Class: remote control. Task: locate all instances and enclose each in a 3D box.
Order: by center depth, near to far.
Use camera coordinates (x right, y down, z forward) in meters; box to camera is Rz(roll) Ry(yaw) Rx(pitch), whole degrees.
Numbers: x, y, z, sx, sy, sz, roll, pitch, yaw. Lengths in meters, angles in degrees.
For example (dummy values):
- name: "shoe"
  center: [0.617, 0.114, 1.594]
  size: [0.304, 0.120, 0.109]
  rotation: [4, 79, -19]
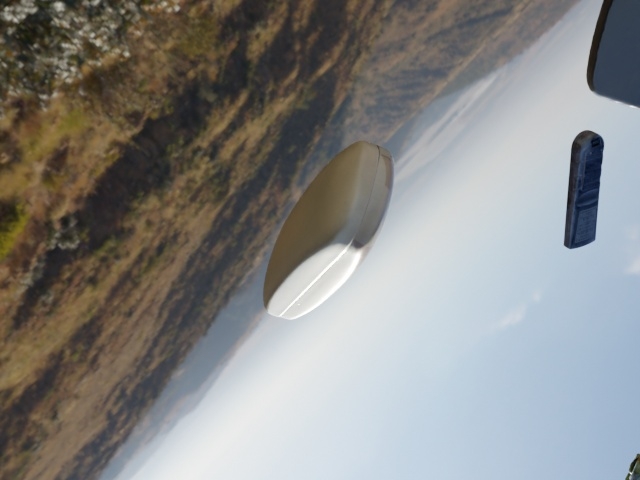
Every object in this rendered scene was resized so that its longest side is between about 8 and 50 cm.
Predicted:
- name: "remote control"
  center: [0.322, -0.060, 0.861]
  size: [0.043, 0.027, 0.153]
  rotation: [-22, 125, -22]

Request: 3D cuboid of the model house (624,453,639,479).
- name: "model house"
  center: [0.431, 0.321, 0.642]
  size: [0.340, 0.323, 0.301]
  rotation: [-45, 146, -33]

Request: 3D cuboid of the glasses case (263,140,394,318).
- name: "glasses case"
  center: [0.000, 0.000, 0.506]
  size: [0.204, 0.051, 0.081]
  rotation: [133, -27, -63]

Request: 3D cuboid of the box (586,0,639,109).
- name: "box"
  center: [0.254, -0.141, 0.483]
  size: [0.027, 0.125, 0.126]
  rotation: [-45, 149, -35]
